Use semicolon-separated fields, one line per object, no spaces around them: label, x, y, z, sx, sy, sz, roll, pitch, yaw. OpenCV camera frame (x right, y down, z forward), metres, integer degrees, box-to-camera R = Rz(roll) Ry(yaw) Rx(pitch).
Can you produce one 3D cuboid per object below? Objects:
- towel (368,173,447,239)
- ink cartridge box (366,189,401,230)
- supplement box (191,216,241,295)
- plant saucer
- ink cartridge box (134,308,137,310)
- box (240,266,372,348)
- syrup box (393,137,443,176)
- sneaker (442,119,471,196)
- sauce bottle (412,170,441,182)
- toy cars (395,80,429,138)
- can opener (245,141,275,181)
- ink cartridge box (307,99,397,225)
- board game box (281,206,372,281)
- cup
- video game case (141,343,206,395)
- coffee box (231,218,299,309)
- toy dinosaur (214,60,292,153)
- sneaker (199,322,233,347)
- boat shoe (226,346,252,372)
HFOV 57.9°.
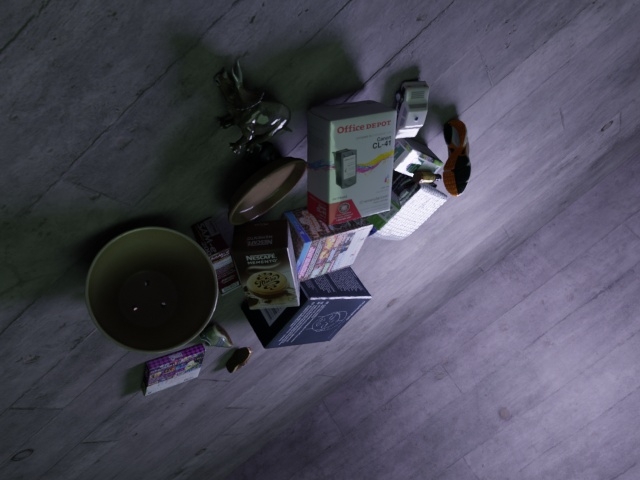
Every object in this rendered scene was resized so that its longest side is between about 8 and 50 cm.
towel;0.301;-0.129;2.158;0.284;0.121;0.235;-47;148;24
ink cartridge box;0.214;-0.122;1.996;0.109;0.062;0.209;-45;-167;17
supplement box;-0.314;0.053;1.754;0.073;0.130;0.239;-26;150;-15
plant saucer;-0.155;-0.145;1.638;0.278;0.041;0.278;-37;170;-8
ink cartridge box;-0.570;0.181;1.746;0.029;0.063;0.115;-36;153;7
box;-0.049;0.236;2.240;0.395;0.212;0.293;6;131;-50
syrup box;0.309;-0.278;1.951;0.093;0.096;0.236;-48;150;22
sneaker;0.485;-0.280;2.011;0.099;0.263;0.121;1;175;25
sauce bottle;0.365;-0.216;1.963;0.128;0.042;0.042;-9;143;-44
toy cars;0.203;-0.309;1.762;0.393;0.087;0.176;-43;137;15
can opener;-0.178;-0.201;1.602;0.186;0.073;0.059;-60;-178;44
ink cartridge box;0.085;-0.220;1.629;0.226;0.131;0.306;-15;123;-26
board game box;0.000;0.000;1.999;0.291;0.141;0.232;-15;146;-32
cup;-0.467;0.147;1.594;0.331;0.331;0.237;-22;176;-22
video game case;-0.578;0.509;2.271;0.232;0.042;0.210;-15;146;-33
coffee box;-0.164;0.080;1.794;0.168;0.119;0.297;-5;139;3
toy dinosaur;-0.142;-0.294;1.415;0.160;0.121;0.313;-35;151;29
sneaker;-0.409;0.380;2.242;0.086;0.064;0.192;-25;151;-2
boat shoe;-0.345;0.512;2.514;0.060;0.064;0.178;-8;149;-48
